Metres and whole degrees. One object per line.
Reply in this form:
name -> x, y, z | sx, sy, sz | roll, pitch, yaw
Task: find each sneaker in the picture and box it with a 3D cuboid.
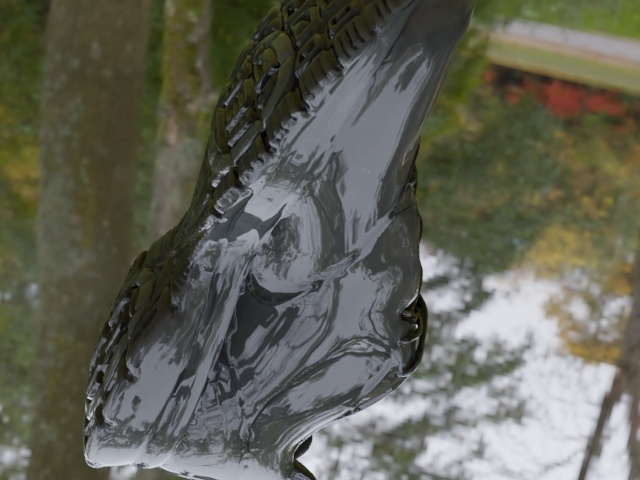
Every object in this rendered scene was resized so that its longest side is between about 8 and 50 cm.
sneaker -> 0.000, 0.000, 0.660 | 0.130, 0.286, 0.109 | 21, -145, -16
